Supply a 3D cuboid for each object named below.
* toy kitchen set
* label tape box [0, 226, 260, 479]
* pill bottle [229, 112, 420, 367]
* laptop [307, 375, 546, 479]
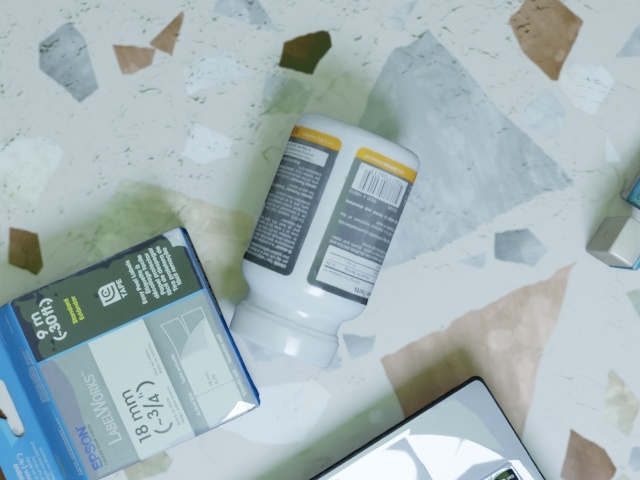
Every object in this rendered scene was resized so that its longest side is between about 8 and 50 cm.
[{"bbox_3d":[0.459,-0.030,1.733,0.166,0.122,0.207,32,90,-2],"label":"toy kitchen set"},{"bbox_3d":[-0.270,0.159,1.717,0.333,0.106,0.241,-24,91,-2],"label":"label tape box"},{"bbox_3d":[0.000,0.000,1.697,0.162,0.162,0.278,22,90,-2],"label":"pill bottle"},{"bbox_3d":[0.140,0.435,1.600,0.382,0.236,0.408,-32,93,-1],"label":"laptop"}]
